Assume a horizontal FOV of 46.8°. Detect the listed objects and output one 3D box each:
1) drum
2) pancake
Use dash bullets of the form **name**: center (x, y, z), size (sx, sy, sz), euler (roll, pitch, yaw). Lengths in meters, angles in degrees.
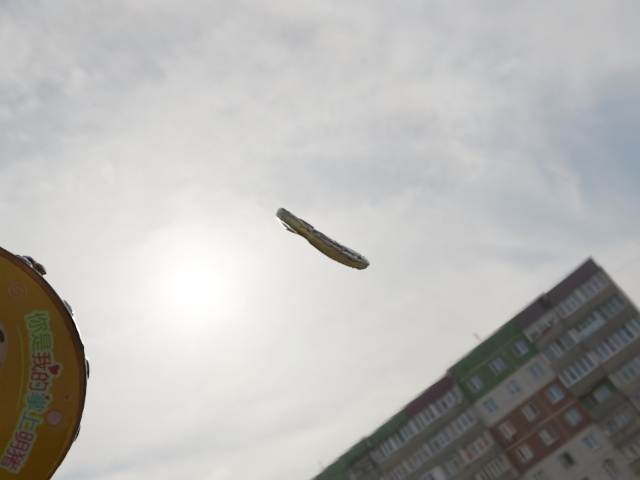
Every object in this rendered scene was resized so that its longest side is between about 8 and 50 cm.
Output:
- **drum**: center (-0.535, 0.189, 0.994), size (0.431, 0.430, 0.214), euler (-20, 7, -19)
- **pancake**: center (0.000, 0.000, 1.057), size (0.158, 0.158, 0.028), euler (28, -86, -54)
